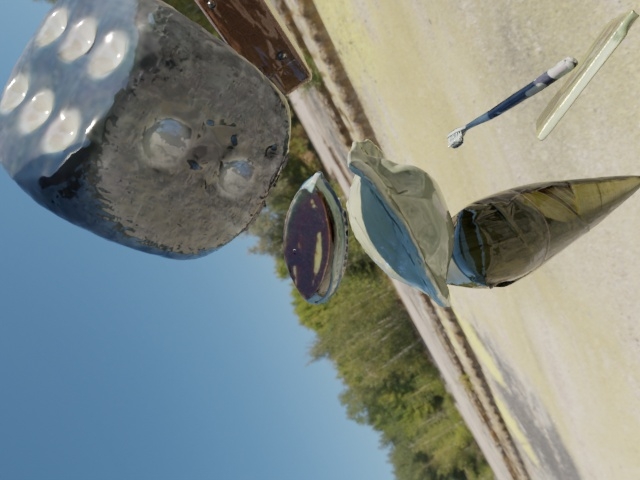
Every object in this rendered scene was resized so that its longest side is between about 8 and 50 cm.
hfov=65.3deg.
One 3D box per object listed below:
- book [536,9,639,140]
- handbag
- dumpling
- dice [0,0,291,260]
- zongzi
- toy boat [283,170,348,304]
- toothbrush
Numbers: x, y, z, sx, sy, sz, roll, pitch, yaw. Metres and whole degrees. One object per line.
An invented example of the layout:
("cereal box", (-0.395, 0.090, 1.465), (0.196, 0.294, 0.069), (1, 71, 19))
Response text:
("book", (0.346, -0.218, 0.671), (0.013, 0.167, 0.192), (35, -153, 8))
("handbag", (-0.093, -0.282, 0.634), (0.193, 0.072, 0.151), (49, -164, -34))
("dumpling", (0.097, -0.032, 0.645), (0.179, 0.132, 0.251), (51, -159, -50))
("dice", (-0.150, -0.100, 0.443), (0.182, 0.181, 0.183), (32, -177, 34))
("zongzi", (0.341, -0.017, 0.842), (0.274, 0.300, 0.145), (100, 148, -82))
("toy boat", (0.000, 0.000, 0.934), (0.115, 0.114, 0.261), (-26, -58, -64))
("toothbrush", (0.264, -0.193, 0.737), (0.288, 0.024, 0.026), (152, 127, -71))
